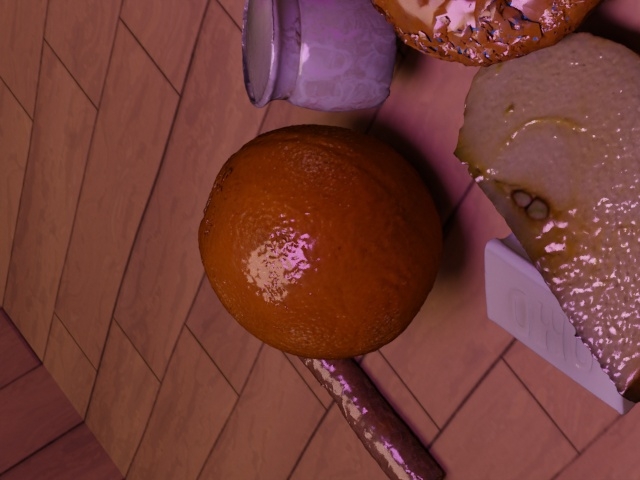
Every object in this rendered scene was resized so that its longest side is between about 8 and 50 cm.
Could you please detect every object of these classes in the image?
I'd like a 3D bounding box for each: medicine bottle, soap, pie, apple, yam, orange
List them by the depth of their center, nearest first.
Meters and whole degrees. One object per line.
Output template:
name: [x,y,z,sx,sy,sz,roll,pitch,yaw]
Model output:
pie: [0.138,-0.275,1.585,0.273,0.069,0.273,16,117,35]
apple: [0.251,-0.026,1.586,0.254,0.179,0.346,85,160,-52]
soap: [0.259,0.077,1.833,0.198,0.066,0.119,36,148,38]
medicine bottle: [-0.005,-0.207,1.855,0.147,0.143,0.147,-179,90,-75]
orange: [0.000,0.000,1.986,0.274,0.274,0.274,42,150,31]
yam: [0.052,0.217,2.361,0.300,0.066,0.066,51,153,15]

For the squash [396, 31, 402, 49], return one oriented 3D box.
squash: [0.071,-0.209,1.900,0.027,0.027,0.083,54,155,10]
